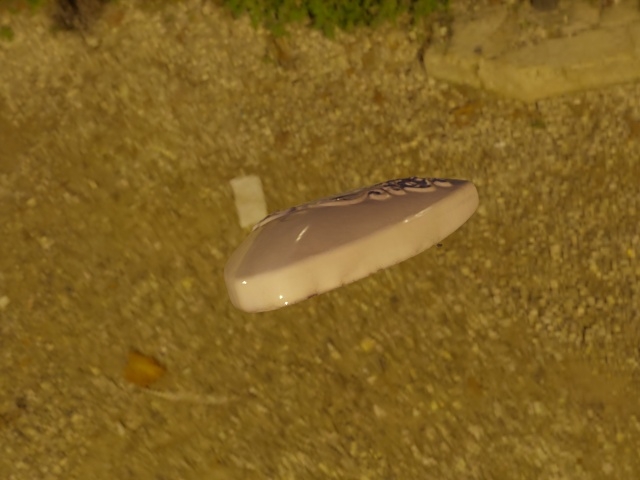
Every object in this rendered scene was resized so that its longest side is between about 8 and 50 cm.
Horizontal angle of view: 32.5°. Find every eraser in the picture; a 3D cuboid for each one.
[{"bbox_3d":[0.000,-0.001,0.852,0.204,0.059,0.243,-13,7,23],"label":"eraser"}]
